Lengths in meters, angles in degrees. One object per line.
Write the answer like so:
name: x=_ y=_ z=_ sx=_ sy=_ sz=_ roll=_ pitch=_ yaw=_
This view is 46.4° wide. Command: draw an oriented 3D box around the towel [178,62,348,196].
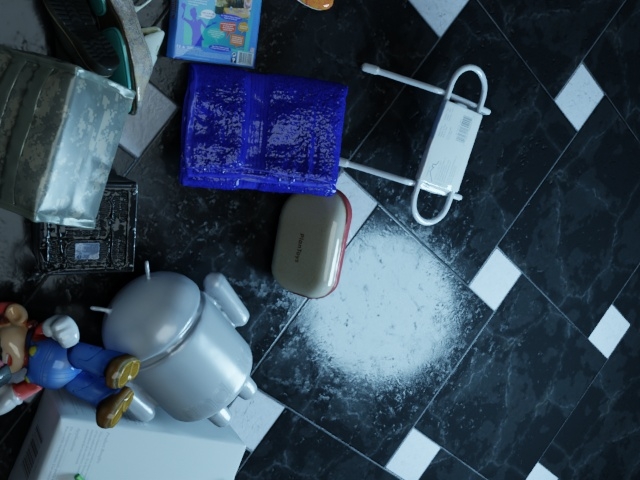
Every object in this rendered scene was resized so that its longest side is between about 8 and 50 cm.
towel: x=-0.103 y=-0.202 z=1.394 sx=0.309 sy=0.076 sz=0.227 roll=4 pitch=96 yaw=-17

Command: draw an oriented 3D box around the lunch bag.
lunch bag: x=-0.464 y=-0.173 z=1.143 sx=0.169 sy=0.287 sz=0.235 roll=11 pitch=98 yaw=-67

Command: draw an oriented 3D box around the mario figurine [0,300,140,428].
mario figurine: x=-0.478 y=0.212 z=1.237 sx=0.321 sy=0.170 sz=0.198 roll=18 pitch=77 yaw=10

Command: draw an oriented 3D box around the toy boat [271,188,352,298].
toy boat: x=0.000 y=0.000 z=1.542 sx=0.151 sy=0.151 sz=0.230 roll=-8 pitch=112 yaw=-59

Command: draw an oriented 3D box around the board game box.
board game box: x=-0.187 y=-0.426 z=1.347 sx=0.160 sy=0.047 sz=0.210 roll=1 pitch=104 yaw=-29

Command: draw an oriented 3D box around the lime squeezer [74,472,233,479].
lime squeezer: x=-0.305 y=0.492 z=1.366 sx=0.311 sy=0.059 sz=0.109 roll=15 pitch=100 yaw=-31

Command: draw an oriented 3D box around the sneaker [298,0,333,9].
sneaker: x=-0.035 y=-0.498 z=1.400 sx=0.175 sy=0.067 sz=0.064 roll=39 pitch=82 yaw=-33

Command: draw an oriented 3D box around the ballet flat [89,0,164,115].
ballet flat: x=-0.325 y=-0.373 z=1.257 sx=0.106 sy=0.108 sz=0.315 roll=-26 pitch=117 yaw=-32

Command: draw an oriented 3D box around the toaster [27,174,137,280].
toaster: x=-0.418 y=-0.028 z=1.297 sx=0.186 sy=0.110 sz=0.167 roll=-2 pitch=105 yaw=-29

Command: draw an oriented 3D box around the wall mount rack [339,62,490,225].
wall mount rack: x=0.205 y=-0.221 z=1.587 sx=0.304 sy=0.130 sz=0.349 roll=13 pitch=98 yaw=-35

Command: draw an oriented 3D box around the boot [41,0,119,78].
boot: x=-0.428 y=-0.322 z=1.232 sx=0.077 sy=0.137 sz=0.197 roll=-19 pitch=76 yaw=-50

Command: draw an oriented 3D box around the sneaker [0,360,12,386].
sneaker: x=-0.617 y=0.206 z=1.164 sx=0.116 sy=0.314 sz=0.136 roll=-43 pitch=115 yaw=-55

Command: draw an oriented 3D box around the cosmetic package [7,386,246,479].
cosmetic package: x=-0.363 y=0.430 z=1.439 sx=0.385 sy=0.156 sz=0.217 roll=21 pitch=94 yaw=-33

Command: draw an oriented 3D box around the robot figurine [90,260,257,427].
robot figurine: x=-0.264 y=0.197 z=1.392 sx=0.300 sy=0.200 sz=0.353 roll=-49 pitch=124 yaw=-20
